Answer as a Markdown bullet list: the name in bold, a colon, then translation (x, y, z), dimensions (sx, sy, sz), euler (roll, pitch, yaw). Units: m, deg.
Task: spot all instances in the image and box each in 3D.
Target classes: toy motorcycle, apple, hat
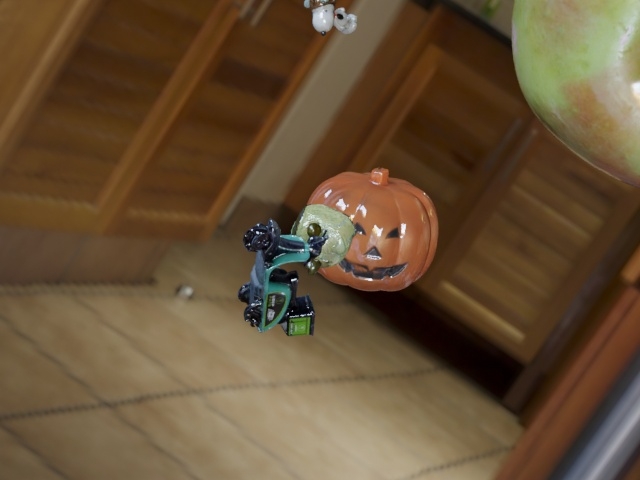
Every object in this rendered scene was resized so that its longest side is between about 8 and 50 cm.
- **toy motorcycle**: translation (-0.047, 0.043, 1.856), dimensions (0.100, 0.173, 0.058), euler (-5, 39, -14)
- **apple**: translation (0.338, -0.200, 1.437), dimensions (0.319, 0.319, 0.277), euler (34, 24, 2)
- **hat**: translation (-0.001, 0.000, 1.911), dimensions (0.076, 0.077, 0.059), euler (25, 34, 0)

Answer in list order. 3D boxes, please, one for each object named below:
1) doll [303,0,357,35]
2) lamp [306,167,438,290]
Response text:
- **doll**: translation (0.016, -0.298, 2.013), dimensions (0.040, 0.058, 0.085), euler (-8, 5, 38)
- **lamp**: translation (0.069, -0.021, 2.098), dimensions (0.187, 0.164, 0.187), euler (10, 18, -3)
